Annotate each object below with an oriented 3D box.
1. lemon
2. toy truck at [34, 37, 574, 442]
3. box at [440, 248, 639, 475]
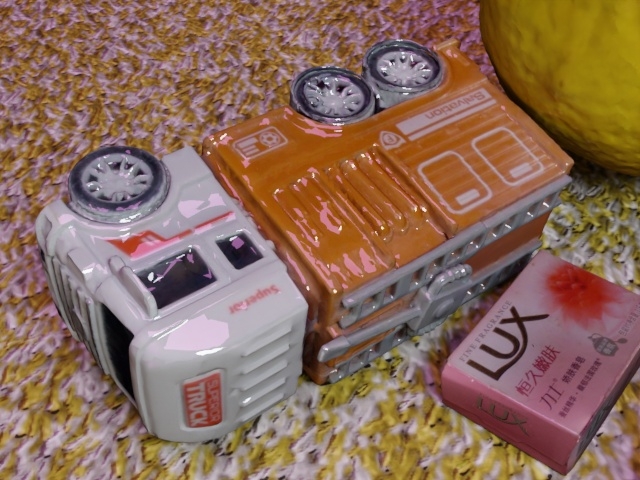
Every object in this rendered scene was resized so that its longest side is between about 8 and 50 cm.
[{"bbox_3d":[0.294,-0.207,0.644,0.336,0.336,0.336,-2,45,2],"label":"lemon"},{"bbox_3d":[0.000,0.000,0.606,0.387,0.173,0.207,-27,58,-24],"label":"toy truck"},{"bbox_3d":[0.176,0.086,0.585,0.111,0.060,0.156,27,52,29],"label":"box"}]
